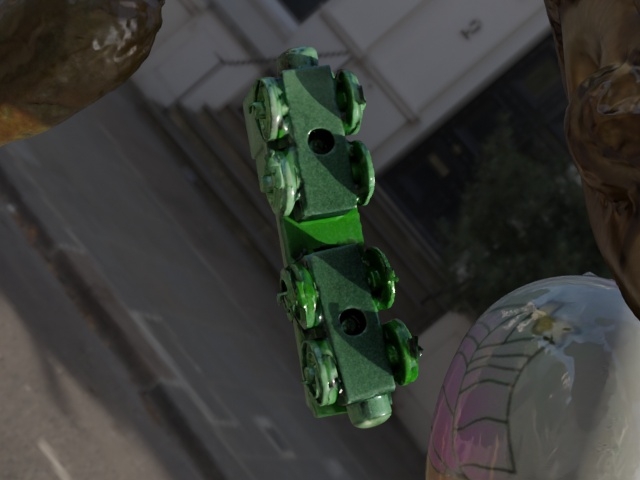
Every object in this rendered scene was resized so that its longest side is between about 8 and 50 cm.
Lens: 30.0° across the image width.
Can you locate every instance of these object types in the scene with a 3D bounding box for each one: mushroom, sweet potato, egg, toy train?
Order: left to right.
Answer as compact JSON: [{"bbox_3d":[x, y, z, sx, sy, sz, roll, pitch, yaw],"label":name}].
[{"bbox_3d":[-0.175,-0.062,0.608,0.062,0.233,0.081,27,26,-56],"label":"sweet potato"},{"bbox_3d":[0.000,0.000,0.797,0.119,0.085,0.251,148,-67,-75],"label":"toy train"},{"bbox_3d":[0.165,0.157,0.840,0.196,0.271,0.196,28,-5,3],"label":"egg"},{"bbox_3d":[0.188,-0.057,0.568,0.253,0.153,0.253,-10,90,-85],"label":"mushroom"}]
